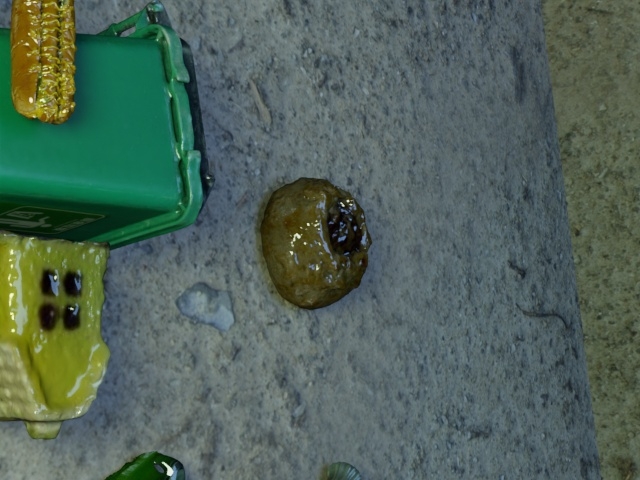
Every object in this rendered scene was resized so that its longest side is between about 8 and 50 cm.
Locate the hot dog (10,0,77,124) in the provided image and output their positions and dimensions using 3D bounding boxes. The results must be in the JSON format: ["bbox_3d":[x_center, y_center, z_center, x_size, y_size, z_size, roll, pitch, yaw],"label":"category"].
[{"bbox_3d":[-0.294,-0.199,1.218,0.071,0.045,0.165,12,67,-43],"label":"hot dog"}]

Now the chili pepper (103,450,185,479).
[{"bbox_3d":[-0.257,0.367,1.524,0.216,0.062,0.108,-32,110,-52],"label":"chili pepper"}]

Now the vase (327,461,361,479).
[{"bbox_3d":[0.018,0.433,1.902,0.149,0.081,0.081,-50,124,-51],"label":"vase"}]

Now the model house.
[{"bbox_3d":[-0.362,0.109,1.316,0.174,0.193,0.234,17,72,-54],"label":"model house"}]

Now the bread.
[{"bbox_3d":[0.000,0.000,1.930,0.230,0.123,0.230,14,72,-51],"label":"bread"}]

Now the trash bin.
[{"bbox_3d":[-0.337,-0.144,1.354,0.381,0.259,0.295,1,77,-52],"label":"trash bin"}]
